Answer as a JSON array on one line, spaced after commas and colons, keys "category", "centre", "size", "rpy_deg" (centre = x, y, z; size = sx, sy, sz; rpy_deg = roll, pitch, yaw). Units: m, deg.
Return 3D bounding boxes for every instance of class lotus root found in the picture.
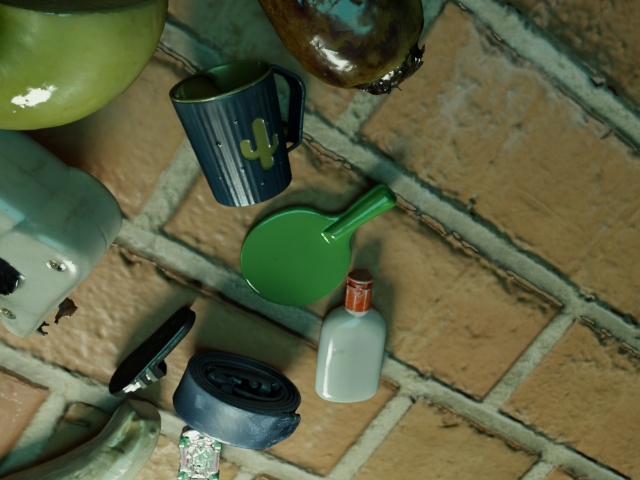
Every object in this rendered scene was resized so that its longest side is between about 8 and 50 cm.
[{"category": "lotus root", "centre": [0.017, -0.293, 0.788], "size": [0.169, 0.141, 0.314], "rpy_deg": [-42, 114, 7]}]

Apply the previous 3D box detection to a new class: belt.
[{"category": "belt", "centre": [-0.123, 0.242, 1.001], "size": [0.190, 0.141, 0.082], "rpy_deg": [19, 110, -21]}]

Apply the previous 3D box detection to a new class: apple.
[{"category": "apple", "centre": [-0.320, -0.249, 0.674], "size": [0.295, 0.257, 0.233], "rpy_deg": [36, 117, -21]}]

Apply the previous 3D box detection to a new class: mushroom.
[{"category": "mushroom", "centre": [-0.394, 0.374, 1.036], "size": [0.351, 0.095, 0.122], "rpy_deg": [-33, 98, 3]}]

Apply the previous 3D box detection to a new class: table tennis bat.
[{"category": "table tennis bat", "centre": [0.000, 0.000, 0.978], "size": [0.257, 0.039, 0.160], "rpy_deg": [-35, 115, 11]}]

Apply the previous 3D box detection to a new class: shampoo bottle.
[{"category": "shampoo bottle", "centre": [0.051, 0.154, 1.046], "size": [0.108, 0.051, 0.220], "rpy_deg": [2, 114, -9]}]

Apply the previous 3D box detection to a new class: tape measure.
[{"category": "tape measure", "centre": [-0.380, -0.009, 0.794], "size": [0.265, 0.130, 0.258], "rpy_deg": [37, 138, -18]}]

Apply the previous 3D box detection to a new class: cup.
[{"category": "cup", "centre": [-0.090, -0.144, 0.855], "size": [0.176, 0.131, 0.155], "rpy_deg": [-29, 124, -26]}]

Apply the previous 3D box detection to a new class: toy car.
[{"category": "toy car", "centre": [-0.196, 0.347, 1.083], "size": [0.069, 0.055, 0.142], "rpy_deg": [7, 123, -5]}]

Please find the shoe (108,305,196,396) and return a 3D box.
[{"category": "shoe", "centre": [-0.241, 0.178, 0.991], "size": [0.179, 0.071, 0.049], "rpy_deg": [-44, 118, 5]}]
